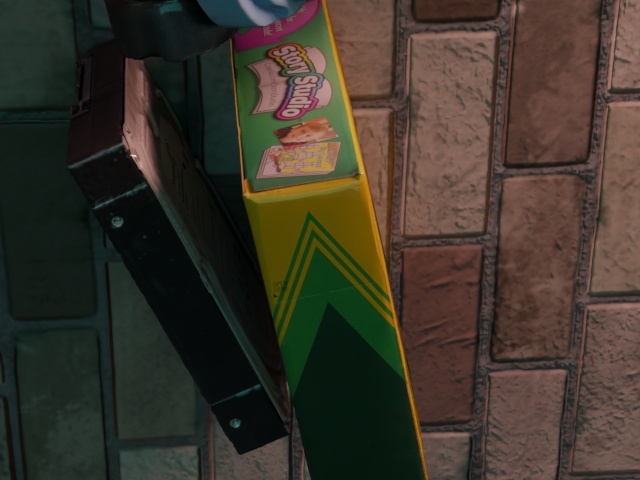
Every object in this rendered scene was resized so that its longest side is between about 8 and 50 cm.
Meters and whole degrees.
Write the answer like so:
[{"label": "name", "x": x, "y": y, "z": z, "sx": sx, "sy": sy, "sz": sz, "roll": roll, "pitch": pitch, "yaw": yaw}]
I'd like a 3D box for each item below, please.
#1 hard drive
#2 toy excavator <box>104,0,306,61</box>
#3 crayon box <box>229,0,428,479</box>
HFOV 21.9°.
[{"label": "hard drive", "x": -0.126, "y": 0.001, "z": 1.528, "sx": 0.064, "sy": 0.237, "sz": 0.339, "roll": -24, "pitch": 118, "yaw": 7}, {"label": "toy excavator", "x": 0.074, "y": -0.323, "z": 1.353, "sx": 0.445, "sy": 0.433, "sz": 0.222, "roll": 4, "pitch": 123, "yaw": 24}, {"label": "crayon box", "x": 0.000, "y": 0.000, "z": 1.466, "sx": 0.106, "sy": 0.363, "sz": 0.313, "roll": -13, "pitch": 120, "yaw": 2}]
